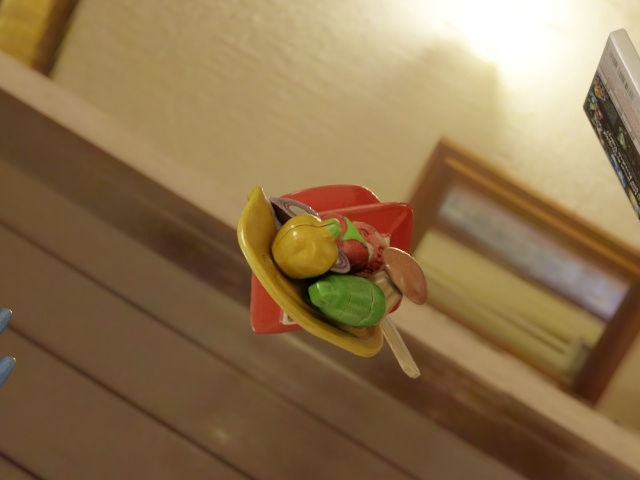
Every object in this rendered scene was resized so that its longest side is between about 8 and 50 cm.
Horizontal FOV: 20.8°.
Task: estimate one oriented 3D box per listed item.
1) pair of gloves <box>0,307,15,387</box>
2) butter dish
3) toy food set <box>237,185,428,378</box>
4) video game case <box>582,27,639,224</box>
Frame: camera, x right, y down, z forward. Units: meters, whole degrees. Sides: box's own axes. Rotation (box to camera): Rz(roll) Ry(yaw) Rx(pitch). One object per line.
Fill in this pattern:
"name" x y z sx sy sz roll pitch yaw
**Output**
"pair of gloves" -0.337 0.077 1.364 0.023 0.198 0.159 -27 34 51
"butter dish" 0.000 0.000 1.722 0.160 0.159 0.118 94 162 -44
"toy food set" 0.025 0.017 1.324 0.071 0.128 0.218 -36 -32 18
"video game case" 0.334 -0.101 1.821 0.022 0.190 0.173 -20 -20 -10
